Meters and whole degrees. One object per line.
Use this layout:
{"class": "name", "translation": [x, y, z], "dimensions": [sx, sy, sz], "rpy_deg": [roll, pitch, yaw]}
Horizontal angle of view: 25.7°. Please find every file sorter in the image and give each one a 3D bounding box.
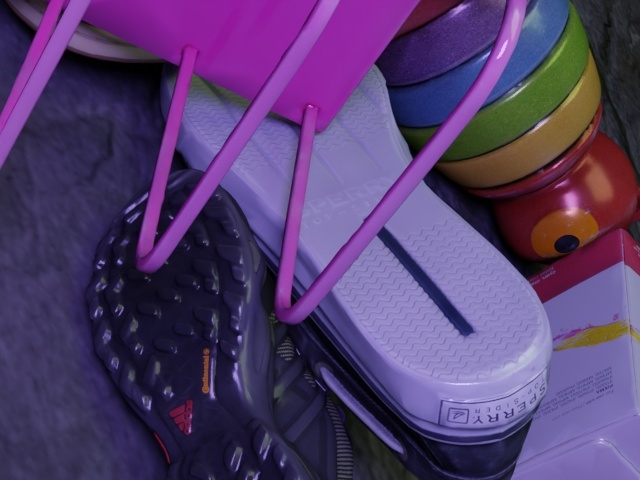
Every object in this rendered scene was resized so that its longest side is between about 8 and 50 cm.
{"class": "file sorter", "translation": [-0.085, -0.121, 0.547], "dimensions": [0.290, 0.202, 0.182], "rpy_deg": [25, 42, -16]}

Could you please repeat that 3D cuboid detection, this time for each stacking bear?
{"class": "stacking bear", "translation": [0.132, -0.098, 1.006], "dimensions": [0.289, 0.175, 0.164], "rpy_deg": [53, 20, -28]}

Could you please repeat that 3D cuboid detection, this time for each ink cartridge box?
{"class": "ink cartridge box", "translation": [0.179, 0.111, 0.888], "dimensions": [0.128, 0.127, 0.176], "rpy_deg": [45, 30, -23]}

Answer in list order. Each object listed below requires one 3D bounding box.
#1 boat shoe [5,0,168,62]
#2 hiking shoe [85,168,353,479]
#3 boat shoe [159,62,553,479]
{"class": "boat shoe", "translation": [-0.029, -0.204, 0.783], "dimensions": [0.342, 0.123, 0.123], "rpy_deg": [-27, 60, -38]}
{"class": "hiking shoe", "translation": [-0.040, 0.074, 0.652], "dimensions": [0.114, 0.086, 0.227], "rpy_deg": [52, 17, -58]}
{"class": "boat shoe", "translation": [0.000, 0.000, 0.735], "dimensions": [0.121, 0.119, 0.335], "rpy_deg": [-14, 45, -18]}
